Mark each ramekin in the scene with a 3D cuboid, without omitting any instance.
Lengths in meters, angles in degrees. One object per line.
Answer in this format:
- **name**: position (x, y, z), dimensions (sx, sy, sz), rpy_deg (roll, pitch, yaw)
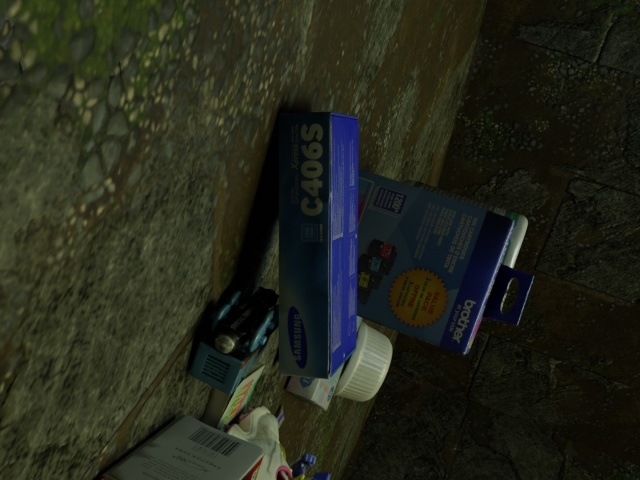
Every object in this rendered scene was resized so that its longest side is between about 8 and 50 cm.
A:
- **ramekin**: position (0.103, 0.320, 2.013), dimensions (0.207, 0.109, 0.207), rpy_deg (-156, -90, -81)

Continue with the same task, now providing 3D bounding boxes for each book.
- **book**: position (-0.136, 0.241, 1.191), dimensions (0.096, 0.035, 0.144), rpy_deg (-66, 169, 6)

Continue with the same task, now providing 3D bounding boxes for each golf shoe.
- **golf shoe**: position (-0.103, 0.344, 1.187), dimensions (0.115, 0.140, 0.306), rpy_deg (-52, 172, 5)

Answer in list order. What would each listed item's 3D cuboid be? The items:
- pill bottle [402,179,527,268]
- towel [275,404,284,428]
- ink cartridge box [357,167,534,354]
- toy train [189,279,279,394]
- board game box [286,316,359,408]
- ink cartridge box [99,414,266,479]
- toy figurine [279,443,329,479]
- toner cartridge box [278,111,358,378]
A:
- **pill bottle**: position (0.240, -0.011, 1.649), dimensions (0.204, 0.361, 0.204), rpy_deg (20, 90, -78)
- **towel**: position (-0.093, 0.394, 1.659), dimensions (0.083, 0.009, 0.060), rpy_deg (92, 21, -55)
- **ink cartridge box**: position (0.196, 0.048, 1.468), dimensions (0.151, 0.396, 0.270), rpy_deg (30, 80, -78)
- **toy train**: position (-0.106, 0.125, 1.038), dimensions (0.105, 0.080, 0.184), rpy_deg (-66, 173, 20)
- **board game box**: position (0.029, 0.226, 1.795), dimensions (0.318, 0.066, 0.318), rpy_deg (71, 40, -72)
- **ink cartridge box**: position (-0.207, 0.405, 0.899), dimensions (0.272, 0.130, 0.309), rpy_deg (-23, 132, -72)
- **toy figurine**: position (-0.046, 0.485, 1.389), dimensions (0.362, 0.217, 0.191), rpy_deg (-52, 134, -74)
- **toner cartridge box**: position (0.000, 0.000, 1.070), dimensions (0.165, 0.075, 0.347), rpy_deg (-20, 111, -73)
